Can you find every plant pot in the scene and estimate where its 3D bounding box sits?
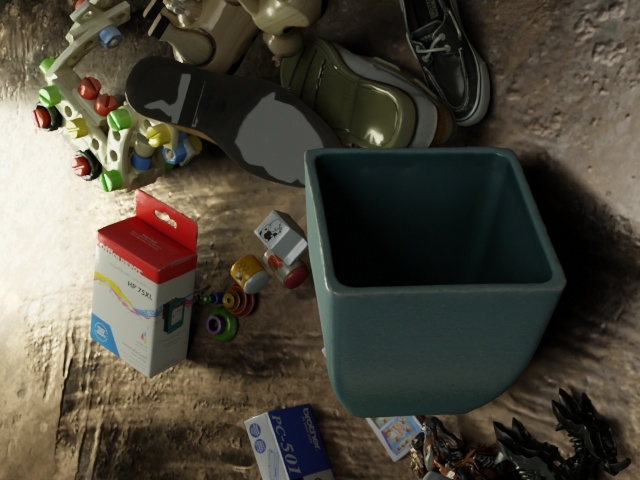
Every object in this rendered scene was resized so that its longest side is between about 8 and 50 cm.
[{"bbox_3d":[0.108,0.067,1.358,0.247,0.247,0.252,-100,12,-50],"label":"plant pot"}]

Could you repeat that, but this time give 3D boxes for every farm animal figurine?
[{"bbox_3d":[-0.085,-0.316,1.541,0.327,0.172,0.330,-41,32,29],"label":"farm animal figurine"}]

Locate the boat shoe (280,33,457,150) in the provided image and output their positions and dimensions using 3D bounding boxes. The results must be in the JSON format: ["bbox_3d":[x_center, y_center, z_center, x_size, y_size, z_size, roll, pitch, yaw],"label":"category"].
[{"bbox_3d":[0.053,-0.178,1.507,0.302,0.103,0.113,42,122,49],"label":"boat shoe"}]

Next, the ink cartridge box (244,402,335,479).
[{"bbox_3d":[-0.025,0.322,1.566,0.046,0.097,0.207,-27,75,31],"label":"ink cartridge box"}]

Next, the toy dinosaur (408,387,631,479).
[{"bbox_3d":[0.248,0.299,1.382,0.322,0.164,0.218,26,120,13],"label":"toy dinosaur"}]

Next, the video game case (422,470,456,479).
[{"bbox_3d":[0.226,0.446,1.339,0.300,0.036,0.329,19,119,19],"label":"video game case"}]

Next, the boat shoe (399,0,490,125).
[{"bbox_3d":[0.141,-0.243,1.467,0.077,0.070,0.219,-25,76,32],"label":"boat shoe"}]

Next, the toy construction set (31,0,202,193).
[{"bbox_3d":[-0.305,-0.203,1.721,0.328,0.151,0.215,61,139,25],"label":"toy construction set"}]

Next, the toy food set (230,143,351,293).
[{"bbox_3d":[0.000,0.000,1.535,0.232,0.111,0.104,-47,66,12],"label":"toy food set"}]

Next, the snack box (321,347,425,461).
[{"bbox_3d":[0.072,0.194,1.545,0.064,0.022,0.178,-44,67,25],"label":"snack box"}]

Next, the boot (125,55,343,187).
[{"bbox_3d":[-0.093,-0.151,1.519,0.305,0.115,0.112,26,94,20],"label":"boot"}]

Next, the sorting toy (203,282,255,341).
[{"bbox_3d":[-0.137,0.097,1.674,0.061,0.042,0.102,49,116,24],"label":"sorting toy"}]

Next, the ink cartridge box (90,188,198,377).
[{"bbox_3d":[-0.250,0.059,1.690,0.134,0.078,0.231,28,125,31],"label":"ink cartridge box"}]
